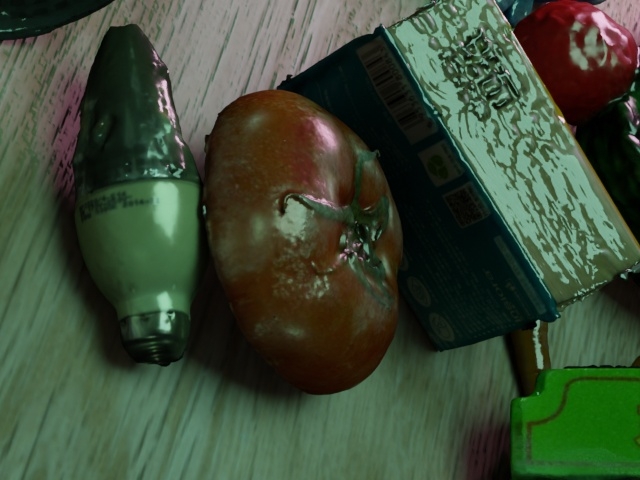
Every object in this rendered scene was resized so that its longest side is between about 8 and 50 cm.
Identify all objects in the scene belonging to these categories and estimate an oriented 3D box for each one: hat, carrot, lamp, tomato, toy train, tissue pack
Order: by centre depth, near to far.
[{"bbox_3d":[-0.129,-0.035,1.400,0.101,0.101,0.250,7,69,-42],"label":"lamp"},{"bbox_3d":[0.000,0.000,1.450,0.237,0.095,0.236,-12,90,-71],"label":"tomato"},{"bbox_3d":[0.254,0.195,1.567,0.132,0.243,0.188,75,15,-66],"label":"toy train"},{"bbox_3d":[0.113,-0.058,1.567,0.134,0.192,0.271,-34,96,-28],"label":"tissue pack"},{"bbox_3d":[0.181,0.069,1.692,0.048,0.048,0.216,12,66,-40],"label":"carrot"},{"bbox_3d":[0.310,-0.093,1.802,0.332,0.242,0.274,27,26,-3],"label":"hat"}]

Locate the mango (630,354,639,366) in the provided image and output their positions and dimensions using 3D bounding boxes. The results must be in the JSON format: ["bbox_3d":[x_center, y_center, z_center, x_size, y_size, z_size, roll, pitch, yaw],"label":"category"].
[{"bbox_3d":[0.357,0.255,1.693,0.187,0.144,0.359,-8,69,-57],"label":"mango"}]

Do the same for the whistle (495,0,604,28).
[{"bbox_3d":[0.180,-0.282,1.831,0.269,0.093,0.180,18,83,-35],"label":"whistle"}]

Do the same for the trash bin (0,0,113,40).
[{"bbox_3d":[-0.220,-0.257,1.391,0.175,0.175,0.161,6,56,-42],"label":"trash bin"}]
